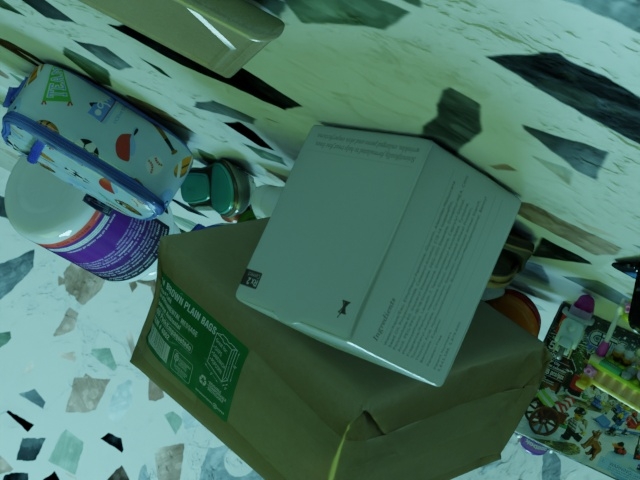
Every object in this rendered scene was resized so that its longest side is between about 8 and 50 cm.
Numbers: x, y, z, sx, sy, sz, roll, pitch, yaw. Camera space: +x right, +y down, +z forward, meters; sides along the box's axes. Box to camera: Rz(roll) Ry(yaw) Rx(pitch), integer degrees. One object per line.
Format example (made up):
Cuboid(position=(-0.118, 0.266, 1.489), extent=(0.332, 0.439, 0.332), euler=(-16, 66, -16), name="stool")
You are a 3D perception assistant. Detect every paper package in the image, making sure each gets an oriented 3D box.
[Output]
Cuboid(position=(0.016, 0.119, 1.360), extent=(0.309, 0.168, 0.325), euler=(-10, -143, -46), name="paper package")

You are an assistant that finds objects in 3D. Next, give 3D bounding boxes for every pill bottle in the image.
Cuboid(position=(-0.368, -0.038, 2.147), extent=(0.181, 0.181, 0.323), euler=(21, 171, 31), name="pill bottle")

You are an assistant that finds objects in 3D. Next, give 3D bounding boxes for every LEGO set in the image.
Cuboid(position=(0.381, 0.127, 1.292), extent=(0.287, 0.107, 0.132), euler=(20, -154, 8), name="LEGO set")

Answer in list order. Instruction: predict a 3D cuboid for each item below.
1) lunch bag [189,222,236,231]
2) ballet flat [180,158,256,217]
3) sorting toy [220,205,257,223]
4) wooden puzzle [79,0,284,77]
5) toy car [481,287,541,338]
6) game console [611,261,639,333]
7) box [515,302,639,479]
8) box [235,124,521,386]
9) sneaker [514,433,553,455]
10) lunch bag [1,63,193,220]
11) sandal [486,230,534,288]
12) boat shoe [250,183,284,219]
Cuboid(position=(-0.061, 0.115, 2.002), extent=(0.385, 0.239, 0.328), euler=(39, 176, -6), name="lunch bag")
Cuboid(position=(-0.118, -0.068, 1.631), extent=(0.068, 0.072, 0.213), euler=(-1, -175, -24), name="ballet flat")
Cuboid(position=(-0.096, -0.032, 1.764), extent=(0.102, 0.061, 0.042), euler=(48, -174, 32), name="sorting toy")
Cuboid(position=(-0.141, -0.192, 0.917), extent=(0.221, 0.044, 0.239), euler=(27, 177, -12), name="wooden puzzle")
Cuboid(position=(0.189, 0.100, 1.530), extent=(0.136, 0.159, 0.182), euler=(-12, -169, -27), name="toy car")
Cuboid(position=(0.312, 0.071, 1.111), extent=(0.122, 0.107, 0.071), euler=(26, 144, -7), name="game console")
Cuboid(position=(0.349, 0.192, 1.459), extent=(0.233, 0.159, 0.044), euler=(24, 174, 9), name="box")
Cuboid(position=(0.047, 0.009, 1.117), extent=(0.119, 0.182, 0.181), euler=(29, 172, -35), name="box")
Cuboid(position=(0.332, 0.216, 1.692), extent=(0.102, 0.161, 0.282), euler=(27, 171, 2), name="sneaker")
Cuboid(position=(-0.295, -0.121, 1.620), extent=(0.243, 0.115, 0.303), euler=(30, 171, -13), name="lunch bag")
Cuboid(position=(0.158, 0.018, 1.269), extent=(0.090, 0.060, 0.219), euler=(24, 172, 8), name="sandal")
Cuboid(position=(0.000, 0.000, 1.613), extent=(0.084, 0.095, 0.258), euler=(25, 163, 37), name="boat shoe")
